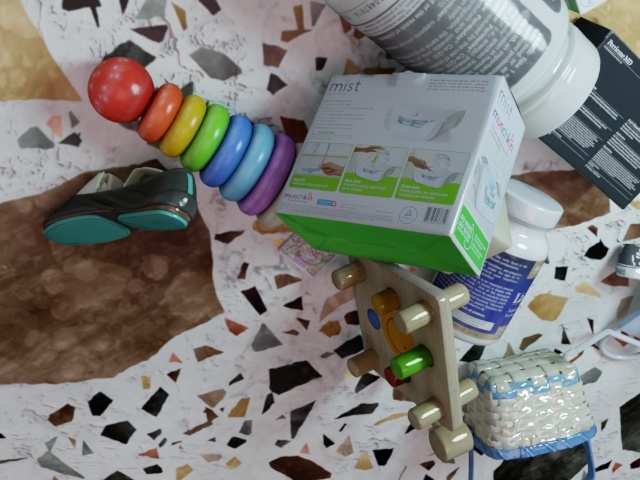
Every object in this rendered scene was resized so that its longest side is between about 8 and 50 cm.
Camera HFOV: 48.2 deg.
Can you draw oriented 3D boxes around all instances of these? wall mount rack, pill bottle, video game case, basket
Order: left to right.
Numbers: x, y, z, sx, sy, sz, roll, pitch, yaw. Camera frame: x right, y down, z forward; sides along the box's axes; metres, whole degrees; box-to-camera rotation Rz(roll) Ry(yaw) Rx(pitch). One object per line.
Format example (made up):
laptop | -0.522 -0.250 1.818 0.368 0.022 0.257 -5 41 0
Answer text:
video game case | 0.000 0.000 1.209 0.122 0.011 0.087 -44 119 12
pill bottle | 0.199 -0.301 0.970 0.361 0.204 0.204 31 108 -26
pill bottle | 0.292 0.033 1.215 0.153 0.153 0.264 13 116 -20
basket | 0.407 0.368 1.392 0.255 0.201 0.289 -8 97 -8
wall mount rack | 0.630 0.163 1.324 0.304 0.130 0.350 20 136 -16

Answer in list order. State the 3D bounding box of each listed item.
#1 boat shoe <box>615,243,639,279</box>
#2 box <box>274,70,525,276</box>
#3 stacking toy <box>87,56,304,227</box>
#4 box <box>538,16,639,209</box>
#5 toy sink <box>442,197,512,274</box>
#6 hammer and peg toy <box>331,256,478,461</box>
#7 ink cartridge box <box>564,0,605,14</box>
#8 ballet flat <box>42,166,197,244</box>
boat shoe | 0.668 0.046 1.366 0.228 0.080 0.076 9 94 -13
box | 0.106 -0.097 0.954 0.127 0.262 0.231 44 60 -50
stacking toy | -0.175 -0.146 1.021 0.330 0.141 0.141 27 110 -20
box | 0.455 -0.200 1.151 0.261 0.103 0.184 32 111 -27
toy sink | 0.184 -0.090 1.105 0.153 0.234 0.131 26 140 -38
hammer and peg toy | 0.140 0.201 1.207 0.127 0.266 0.361 -22 119 -23
ink cartridge box | 0.343 -0.405 1.035 0.235 0.056 0.171 -31 122 3
ballet flat | -0.287 -0.053 1.045 0.280 0.096 0.095 -6 154 29
